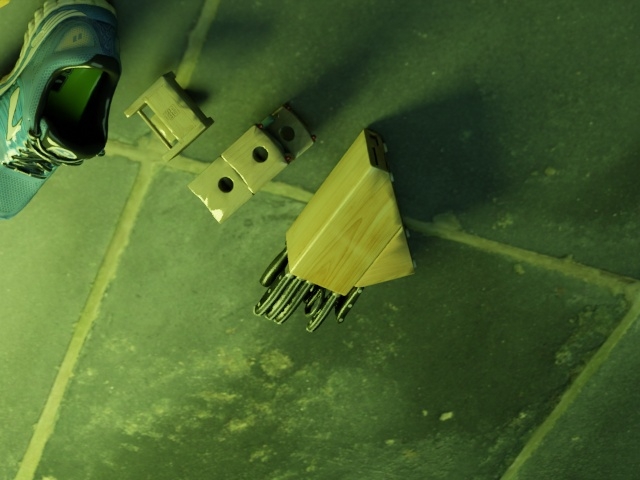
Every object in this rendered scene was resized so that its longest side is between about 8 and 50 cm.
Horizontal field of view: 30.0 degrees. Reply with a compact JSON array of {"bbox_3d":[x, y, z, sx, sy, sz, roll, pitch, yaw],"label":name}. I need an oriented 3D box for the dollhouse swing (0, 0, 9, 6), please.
[{"bbox_3d":[-0.527,-0.222,1.220,0.347,0.315,0.305,-21,134,25],"label":"dollhouse swing"}]

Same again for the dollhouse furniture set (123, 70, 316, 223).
[{"bbox_3d":[-0.123,-0.146,1.520,0.129,0.129,0.184,-39,94,23],"label":"dollhouse furniture set"}]

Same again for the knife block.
[{"bbox_3d":[0.000,0.000,1.656,0.242,0.088,0.276,-14,131,4],"label":"knife block"}]

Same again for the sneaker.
[{"bbox_3d":[-0.340,-0.137,1.446,0.129,0.147,0.330,10,132,-36],"label":"sneaker"}]
